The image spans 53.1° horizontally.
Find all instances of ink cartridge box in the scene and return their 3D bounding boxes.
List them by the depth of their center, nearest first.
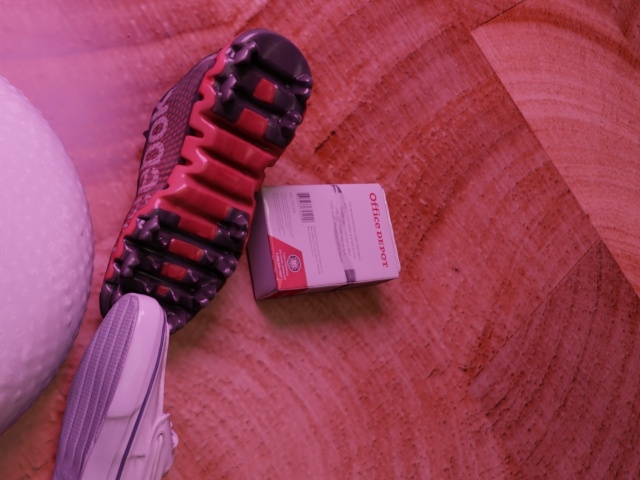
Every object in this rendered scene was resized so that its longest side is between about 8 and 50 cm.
[{"bbox_3d":[0.000,0.000,0.620,0.135,0.056,0.099,-3,77,-30],"label":"ink cartridge box"}]

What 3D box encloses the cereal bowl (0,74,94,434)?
[{"bbox_3d":[-0.307,-0.001,0.394,0.339,0.141,0.339,9,71,-28],"label":"cereal bowl"}]

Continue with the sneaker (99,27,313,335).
[{"bbox_3d":[-0.110,-0.048,0.551,0.098,0.135,0.276,28,85,-34],"label":"sneaker"}]

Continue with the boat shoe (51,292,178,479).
[{"bbox_3d":[-0.146,0.153,0.471,0.076,0.083,0.226,21,85,-38],"label":"boat shoe"}]
